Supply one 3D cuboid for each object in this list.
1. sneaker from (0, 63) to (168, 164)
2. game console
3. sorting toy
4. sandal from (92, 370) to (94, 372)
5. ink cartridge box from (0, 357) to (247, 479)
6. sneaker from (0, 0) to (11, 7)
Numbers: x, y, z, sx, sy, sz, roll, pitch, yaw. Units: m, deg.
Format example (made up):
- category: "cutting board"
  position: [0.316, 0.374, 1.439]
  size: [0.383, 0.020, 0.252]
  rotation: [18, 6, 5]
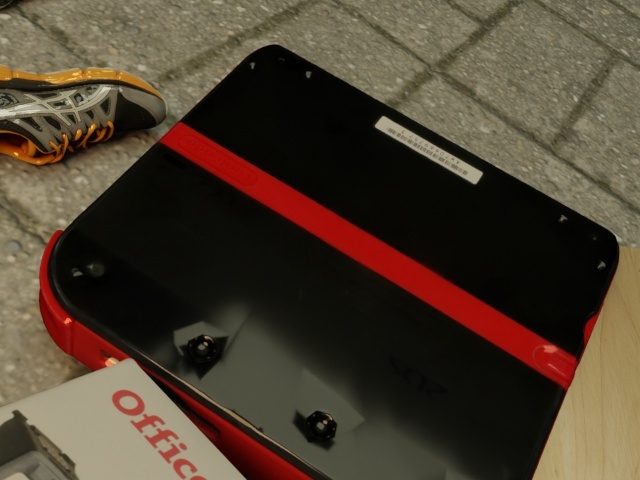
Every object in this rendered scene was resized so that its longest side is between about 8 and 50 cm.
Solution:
- category: "sneaker"
  position: [-0.249, -0.112, 0.639]
  size: [0.215, 0.084, 0.083]
  rotation: [-6, 76, -29]
- category: "game console"
  position: [0.021, 0.025, 0.542]
  size: [0.387, 0.060, 0.342]
  rotation: [32, 55, 8]
- category: "sorting toy"
  position: [0.226, 0.131, 0.589]
  size: [0.256, 0.089, 0.257]
  rotation: [7, 57, -1]
- category: "sandal"
  position: [0.000, 0.002, 0.624]
  size: [0.446, 0.107, 0.167]
  rotation: [-24, 65, -36]
- category: "ink cartridge box"
  position: [-0.150, 0.205, 0.294]
  size: [0.226, 0.131, 0.306]
  rotation: [40, 28, 19]
- category: "sneaker"
  position: [-0.374, -0.320, 0.757]
  size: [0.110, 0.107, 0.275]
  rotation: [27, 38, 27]
